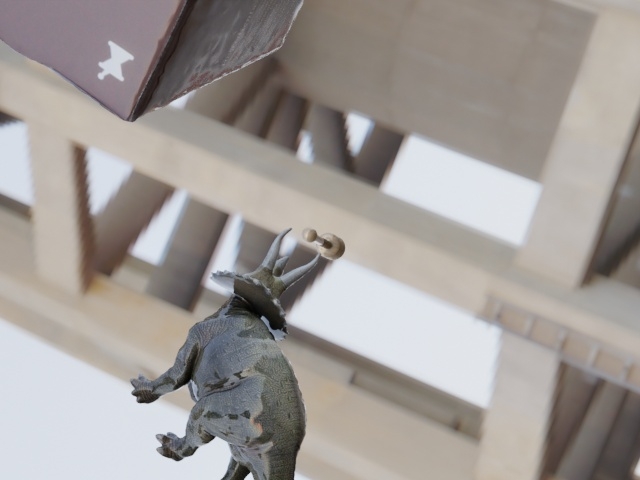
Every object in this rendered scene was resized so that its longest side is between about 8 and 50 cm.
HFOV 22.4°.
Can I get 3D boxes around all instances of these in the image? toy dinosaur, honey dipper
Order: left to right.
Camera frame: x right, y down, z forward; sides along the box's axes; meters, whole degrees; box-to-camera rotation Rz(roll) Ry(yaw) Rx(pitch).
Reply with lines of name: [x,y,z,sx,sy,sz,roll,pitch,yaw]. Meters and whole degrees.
toy dinosaur: [-0.073,0.140,1.445,0.121,0.313,0.160,22,-51,-35]
honey dipper: [0.000,0.000,1.876,0.030,0.030,0.161,-67,-13,-2]

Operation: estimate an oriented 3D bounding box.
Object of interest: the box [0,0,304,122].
box: [-0.095,-0.199,0.934,0.167,0.168,0.203,-60,-10,28]
